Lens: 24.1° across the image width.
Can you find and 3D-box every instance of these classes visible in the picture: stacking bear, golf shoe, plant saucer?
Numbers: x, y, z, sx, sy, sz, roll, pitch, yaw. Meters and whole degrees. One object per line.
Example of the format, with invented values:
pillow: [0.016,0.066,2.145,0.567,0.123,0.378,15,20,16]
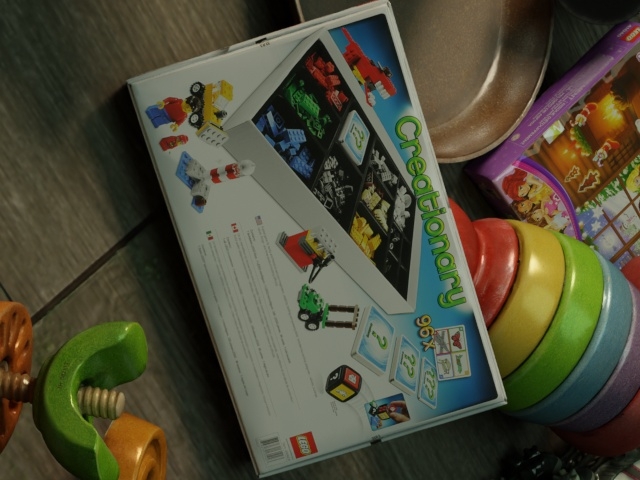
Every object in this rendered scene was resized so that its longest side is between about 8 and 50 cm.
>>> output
stacking bear: [0.144,0.049,1.206,0.289,0.164,0.175,28,110,-22]
golf shoe: [0.263,0.207,1.323,0.273,0.105,0.120,-31,116,-15]
plant saucer: [0.078,-0.216,1.244,0.310,0.050,0.311,4,84,-40]

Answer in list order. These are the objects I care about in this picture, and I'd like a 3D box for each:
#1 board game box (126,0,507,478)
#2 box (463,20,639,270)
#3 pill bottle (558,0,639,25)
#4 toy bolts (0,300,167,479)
board game box: [0.000,0.000,1.080,0.193,0.053,0.305,-17,101,2]
box: [0.286,-0.022,1.357,0.201,0.057,0.293,-43,117,-8]
pill bottle: [0.280,-0.275,1.343,0.219,0.122,0.123,-48,118,-52]
toy bolts: [-0.205,0.171,0.942,0.218,0.158,0.229,82,18,-61]
